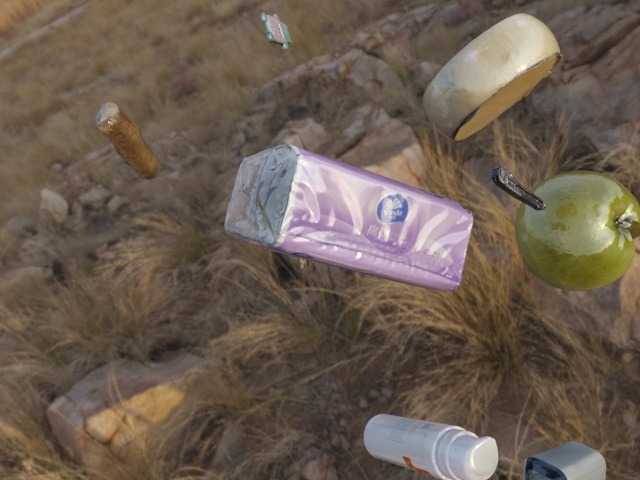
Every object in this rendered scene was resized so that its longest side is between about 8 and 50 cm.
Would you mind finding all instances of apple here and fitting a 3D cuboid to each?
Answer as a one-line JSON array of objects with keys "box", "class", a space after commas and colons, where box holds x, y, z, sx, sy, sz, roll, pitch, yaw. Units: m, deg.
[{"box": [0.619, -0.025, 1.456, 0.292, 0.292, 0.254, -47, 14, -29], "class": "apple"}]

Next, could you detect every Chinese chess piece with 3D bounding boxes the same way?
[{"box": [0.310, -0.292, 1.109, 0.257, 0.104, 0.257, -34, -8, -5], "class": "Chinese chess piece"}]

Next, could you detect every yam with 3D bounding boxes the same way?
[{"box": [-0.317, -0.160, 1.009, 0.056, 0.241, 0.057, 0, 77, 0], "class": "yam"}]

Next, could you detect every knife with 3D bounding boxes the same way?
[{"box": [0.329, -0.082, 1.003, 0.018, 0.121, 0.031, -29, 38, 52], "class": "knife"}]

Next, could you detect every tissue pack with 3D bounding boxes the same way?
[{"box": [0.040, -0.035, 0.979, 0.242, 0.338, 0.160, 10, 85, 61], "class": "tissue pack"}]

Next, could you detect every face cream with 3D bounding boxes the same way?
[{"box": [0.208, 0.403, 1.182, 0.102, 0.102, 0.345, -42, 10, -24], "class": "face cream"}]

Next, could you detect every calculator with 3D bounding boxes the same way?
[{"box": [-0.104, -0.508, 1.470, 0.019, 0.094, 0.141, -18, 4, 22], "class": "calculator"}]

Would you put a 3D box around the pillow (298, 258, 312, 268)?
[{"box": [0.000, 0.000, 1.859, 0.203, 0.113, 0.038, -26, 23, -39], "class": "pillow"}]

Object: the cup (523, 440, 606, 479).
[{"box": [0.451, 0.452, 1.120, 0.129, 0.128, 0.095, -7, 9, -32], "class": "cup"}]
